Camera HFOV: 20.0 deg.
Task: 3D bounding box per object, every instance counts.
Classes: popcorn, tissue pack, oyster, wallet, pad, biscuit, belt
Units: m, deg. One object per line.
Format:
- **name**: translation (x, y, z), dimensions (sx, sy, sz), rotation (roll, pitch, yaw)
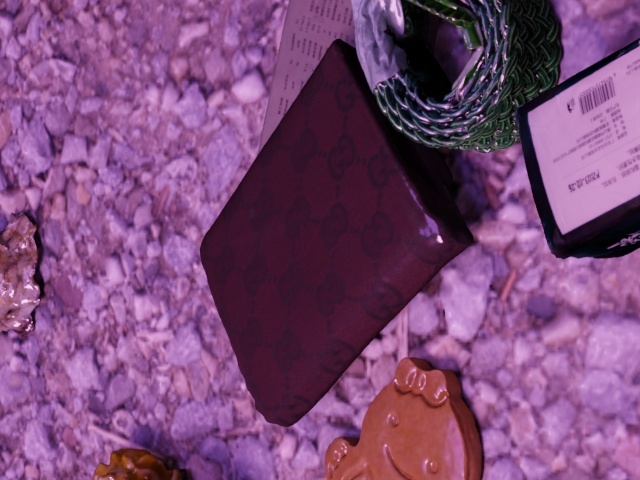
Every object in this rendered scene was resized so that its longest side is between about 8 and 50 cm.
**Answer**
- **popcorn**: translation (-0.152, 0.201, 1.412), dimensions (0.084, 0.084, 0.084), rotation (-1, 89, 49)
- **tissue pack**: translation (0.198, -0.064, 1.006), dimensions (0.170, 0.090, 0.103), rotation (-30, 67, 47)
- **oyster**: translation (-0.305, 0.043, 1.613), dimensions (0.165, 0.053, 0.108), rotation (-21, 84, 40)
- **wallet**: translation (0.000, 0.000, 1.250), dimensions (0.229, 0.049, 0.182), rotation (-51, 53, 36)
- **pad**: translation (0.013, -0.100, 1.280), dimensions (0.159, 0.009, 0.265), rotation (26, 109, 47)
- **biscuit**: translation (0.051, 0.173, 1.220), dimensions (0.184, 0.027, 0.133), rotation (-52, 52, 35)
- **belt**: translation (0.076, -0.127, 1.151), dimensions (0.121, 0.079, 0.151), rotation (-54, 54, 29)
